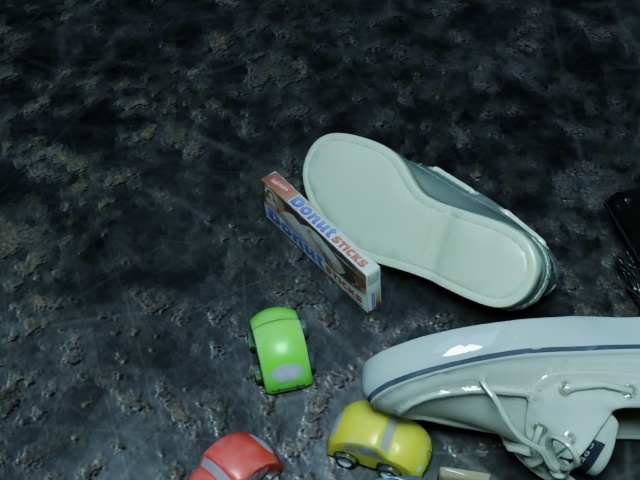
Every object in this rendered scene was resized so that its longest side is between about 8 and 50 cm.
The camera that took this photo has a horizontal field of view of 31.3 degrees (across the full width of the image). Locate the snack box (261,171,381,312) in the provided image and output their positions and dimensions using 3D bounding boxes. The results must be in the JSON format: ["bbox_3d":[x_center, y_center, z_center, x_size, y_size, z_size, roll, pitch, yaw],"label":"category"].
[{"bbox_3d":[0.000,0.000,1.204,0.022,0.064,0.178,-33,55,-21],"label":"snack box"}]

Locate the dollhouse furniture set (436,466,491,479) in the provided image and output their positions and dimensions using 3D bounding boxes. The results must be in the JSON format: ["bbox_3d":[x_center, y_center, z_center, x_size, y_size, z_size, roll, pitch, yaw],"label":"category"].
[{"bbox_3d":[0.081,0.298,0.863,0.259,0.135,0.262,9,59,5],"label":"dollhouse furniture set"}]

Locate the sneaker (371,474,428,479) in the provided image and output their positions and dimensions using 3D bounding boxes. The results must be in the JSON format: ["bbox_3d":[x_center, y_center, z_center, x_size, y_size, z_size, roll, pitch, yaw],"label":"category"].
[{"bbox_3d":[0.035,0.250,1.000,0.144,0.053,0.059,-20,57,-6],"label":"sneaker"}]

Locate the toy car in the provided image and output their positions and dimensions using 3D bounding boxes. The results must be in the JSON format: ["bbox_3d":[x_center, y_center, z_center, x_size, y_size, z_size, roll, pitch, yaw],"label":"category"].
[{"bbox_3d":[-0.030,0.146,1.090,0.239,0.053,0.225,-12,50,-6],"label":"toy car"}]

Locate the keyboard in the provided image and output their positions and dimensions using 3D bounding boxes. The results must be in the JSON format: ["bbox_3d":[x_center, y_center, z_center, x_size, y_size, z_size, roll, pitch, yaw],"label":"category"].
[{"bbox_3d":[0.347,0.031,1.172,0.100,0.038,0.192,-13,58,-15],"label":"keyboard"}]

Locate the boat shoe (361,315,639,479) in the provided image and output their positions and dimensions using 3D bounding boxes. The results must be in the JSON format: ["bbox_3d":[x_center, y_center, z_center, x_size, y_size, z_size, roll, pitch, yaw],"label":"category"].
[{"bbox_3d":[0.222,0.161,1.018,0.367,0.136,0.157,-1,66,-11],"label":"boat shoe"}]

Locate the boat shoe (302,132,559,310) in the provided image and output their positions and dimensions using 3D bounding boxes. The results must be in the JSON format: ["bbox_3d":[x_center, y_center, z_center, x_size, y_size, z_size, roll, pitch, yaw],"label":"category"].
[{"bbox_3d":[0.113,-0.020,1.213,0.319,0.116,0.099,31,15,35],"label":"boat shoe"}]
